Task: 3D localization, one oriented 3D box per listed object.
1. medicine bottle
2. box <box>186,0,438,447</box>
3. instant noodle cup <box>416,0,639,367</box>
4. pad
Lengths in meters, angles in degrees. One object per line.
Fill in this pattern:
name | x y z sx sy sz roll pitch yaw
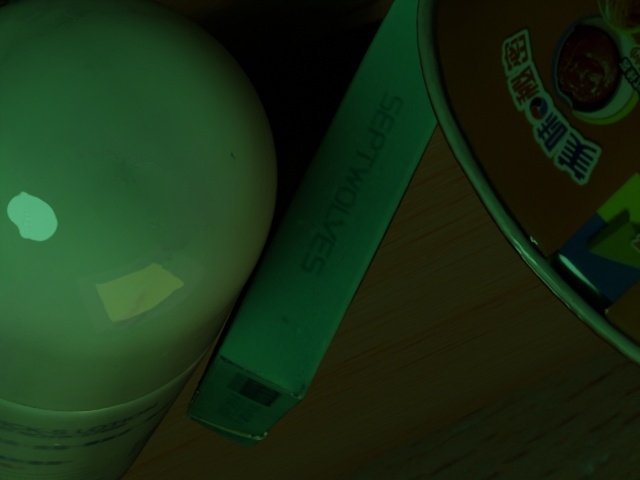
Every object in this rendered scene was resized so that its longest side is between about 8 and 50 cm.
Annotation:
medicine bottle | -0.103 0.017 0.742 0.130 0.130 0.341 -21 168 -19
box | 0.000 0.000 0.815 0.162 0.041 0.229 -63 -179 -13
instant noodle cup | 0.188 -0.087 0.674 0.250 0.250 0.192 -14 156 -43
pad | -0.028 -0.038 0.969 0.202 0.005 0.300 -22 168 -19
